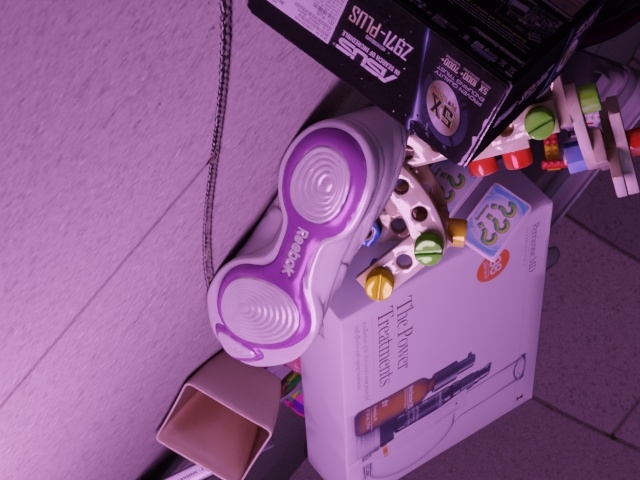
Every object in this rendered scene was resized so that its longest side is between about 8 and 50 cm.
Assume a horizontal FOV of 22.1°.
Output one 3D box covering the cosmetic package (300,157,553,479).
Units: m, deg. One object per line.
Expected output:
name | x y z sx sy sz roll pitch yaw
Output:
cosmetic package | 0.119 0.113 1.876 0.284 0.097 0.377 -30 145 -20

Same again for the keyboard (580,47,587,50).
keyboard | 0.343 -0.223 2.459 0.256 0.014 0.072 -59 -154 -12

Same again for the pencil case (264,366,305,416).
pencil case | 0.020 0.138 2.240 0.236 0.104 0.104 -42 167 -39

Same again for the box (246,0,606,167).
box | 0.069 -0.155 1.052 0.147 0.180 0.077 -44 167 -44

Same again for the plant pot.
plant pot | -0.103 0.188 1.826 0.109 0.109 0.096 -59 180 40

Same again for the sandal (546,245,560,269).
sandal | 0.155 0.070 2.392 0.416 0.102 0.169 -25 180 35

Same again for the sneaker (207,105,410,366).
sneaker | 0.000 0.000 1.528 0.152 0.114 0.305 -37 163 -53

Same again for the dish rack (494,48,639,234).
dish rack | 0.303 -0.140 2.324 0.333 0.072 0.285 -52 -156 0

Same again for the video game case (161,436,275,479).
video game case | -0.151 0.284 1.988 0.173 0.022 0.190 -27 174 7

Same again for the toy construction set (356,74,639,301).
toy construction set | 0.170 -0.080 1.630 0.327 0.215 0.151 -18 -163 -1

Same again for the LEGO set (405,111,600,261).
LEGO set | 0.184 -0.125 1.742 0.244 0.182 0.060 -51 170 -16

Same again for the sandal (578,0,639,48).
sandal | 0.396 -0.323 2.245 0.446 0.107 0.167 -50 171 -4

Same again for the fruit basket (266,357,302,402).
fruit basket | 0.039 0.100 1.984 0.353 0.165 0.327 -38 164 -44
